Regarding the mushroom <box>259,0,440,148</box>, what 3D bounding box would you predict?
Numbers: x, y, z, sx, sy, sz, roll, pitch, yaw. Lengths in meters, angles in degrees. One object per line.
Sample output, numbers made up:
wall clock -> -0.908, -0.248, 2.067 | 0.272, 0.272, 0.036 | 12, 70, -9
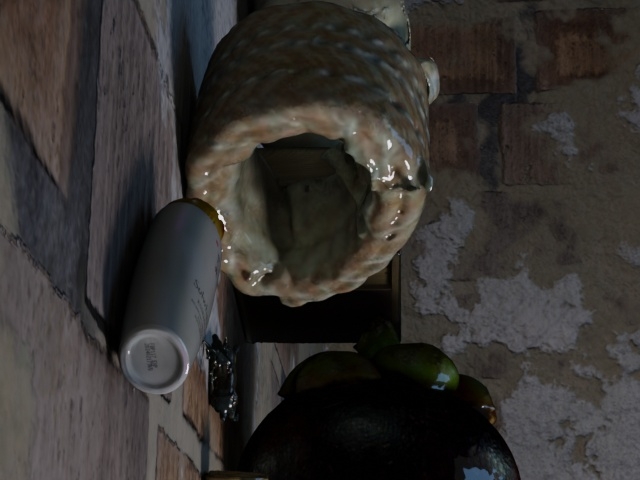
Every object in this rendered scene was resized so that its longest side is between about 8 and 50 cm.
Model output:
mushroom -> 0.030, -0.186, 1.564 | 0.246, 0.202, 0.246 | 15, 90, -71

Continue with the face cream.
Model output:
face cream -> -0.092, 0.030, 0.883 | 0.182, 0.051, 0.072 | -86, 171, -65

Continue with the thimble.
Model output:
thimble -> -0.014, -0.067, 1.137 | 0.229, 0.196, 0.148 | -53, -159, 40

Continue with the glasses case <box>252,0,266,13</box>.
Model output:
glasses case -> -0.054, -0.236, 1.664 | 0.081, 0.051, 0.204 | -80, 169, -60

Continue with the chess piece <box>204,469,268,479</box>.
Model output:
chess piece -> -0.074, 0.285, 1.205 | 0.060, 0.060, 0.172 | 60, 32, -84

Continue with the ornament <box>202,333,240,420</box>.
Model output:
ornament -> -0.086, 0.121, 1.240 | 0.125, 0.028, 0.073 | 84, 5, -80

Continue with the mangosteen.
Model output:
mangosteen -> 0.050, 0.248, 1.431 | 0.300, 0.300, 0.300 | 0, 90, -87

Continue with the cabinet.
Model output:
cabinet -> 0.000, 0.000, 1.500 | 0.215, 0.175, 0.148 | 83, 8, -62
